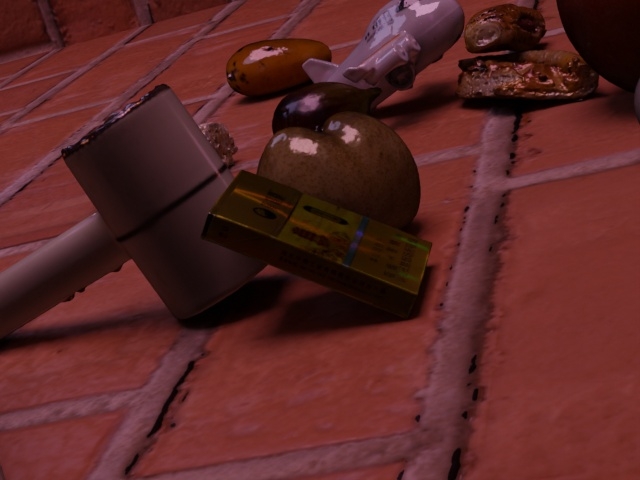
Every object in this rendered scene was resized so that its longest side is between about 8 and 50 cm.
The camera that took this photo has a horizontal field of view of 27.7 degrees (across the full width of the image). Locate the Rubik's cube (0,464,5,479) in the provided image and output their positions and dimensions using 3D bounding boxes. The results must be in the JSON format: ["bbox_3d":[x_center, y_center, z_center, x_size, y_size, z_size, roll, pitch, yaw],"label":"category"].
[{"bbox_3d":[-0.456,0.090,1.011,0.316,0.319,0.322,-23,18,-15],"label":"Rubik's cube"}]

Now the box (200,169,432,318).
[{"bbox_3d":[0.000,0.000,1.162,0.193,0.030,0.121,22,24,2],"label":"box"}]

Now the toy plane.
[{"bbox_3d":[0.090,-0.259,1.781,0.244,0.117,0.245,-38,5,4],"label":"toy plane"}]

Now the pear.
[{"bbox_3d":[0.016,-0.057,1.304,0.167,0.137,0.167,-23,0,0],"label":"pear"}]

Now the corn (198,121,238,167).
[{"bbox_3d":[-0.216,-0.107,1.751,0.211,0.087,0.087,-16,18,-3],"label":"corn"}]

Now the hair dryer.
[{"bbox_3d":[-0.237,0.018,1.298,0.362,0.203,0.128,-30,11,23],"label":"hair dryer"}]

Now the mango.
[{"bbox_3d":[-0.069,-0.289,2.147,0.178,0.090,0.115,-8,11,2],"label":"mango"}]

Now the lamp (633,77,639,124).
[{"bbox_3d":[0.365,-0.142,1.296,0.105,0.105,0.105,-15,18,5],"label":"lamp"}]

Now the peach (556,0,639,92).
[{"bbox_3d":[0.393,-0.282,1.471,0.252,0.252,0.252,-15,18,5],"label":"peach"}]

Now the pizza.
[{"bbox_3d":[0.255,-0.213,1.678,0.134,0.056,0.271,-14,16,-17],"label":"pizza"}]

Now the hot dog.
[{"bbox_3d":[0.260,-0.295,1.812,0.083,0.068,0.289,-7,8,20],"label":"hot dog"}]

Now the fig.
[{"bbox_3d":[0.014,-0.160,1.667,0.154,0.103,0.109,-36,47,-26],"label":"fig"}]
